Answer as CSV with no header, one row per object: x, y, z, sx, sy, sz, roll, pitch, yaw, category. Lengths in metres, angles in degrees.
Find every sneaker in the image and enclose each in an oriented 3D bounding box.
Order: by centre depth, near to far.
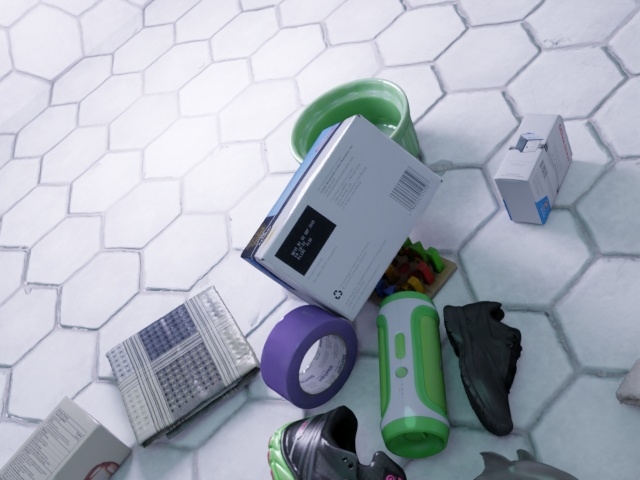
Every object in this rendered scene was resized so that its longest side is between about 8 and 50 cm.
0.062,0.457,1.311,0.202,0.185,0.482,-34,45,3,sneaker
0.310,0.216,1.447,0.130,0.109,0.286,-17,48,7,sneaker

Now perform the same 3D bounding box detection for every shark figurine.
0.263,0.397,1.288,0.278,0.116,0.166,-29,28,8,shark figurine

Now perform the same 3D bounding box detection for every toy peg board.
0.169,0.064,1.674,0.161,0.079,0.160,26,68,42,toy peg board

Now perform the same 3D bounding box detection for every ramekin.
0.090,-0.236,1.933,0.304,0.148,0.303,-16,46,17,ramekin

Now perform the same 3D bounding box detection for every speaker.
0.168,0.243,1.480,0.131,0.131,0.296,-15,47,18,speaker

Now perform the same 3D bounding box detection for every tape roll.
-0.021,0.226,1.556,0.080,0.189,0.189,24,66,42,tape roll

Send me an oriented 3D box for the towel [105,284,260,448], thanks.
-0.309,0.278,1.782,0.312,0.056,0.324,-33,41,-5,towel

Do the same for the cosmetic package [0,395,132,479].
-0.560,0.496,1.663,0.153,0.129,0.296,24,67,42,cosmetic package

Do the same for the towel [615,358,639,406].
0.595,0.187,1.246,0.187,0.049,0.282,-49,9,-18,towel

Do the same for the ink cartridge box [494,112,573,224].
0.447,-0.150,1.663,0.082,0.139,0.190,7,56,36,ink cartridge box

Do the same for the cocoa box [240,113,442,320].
0.035,-0.043,1.644,0.347,0.231,0.228,-57,14,-10,cocoa box
